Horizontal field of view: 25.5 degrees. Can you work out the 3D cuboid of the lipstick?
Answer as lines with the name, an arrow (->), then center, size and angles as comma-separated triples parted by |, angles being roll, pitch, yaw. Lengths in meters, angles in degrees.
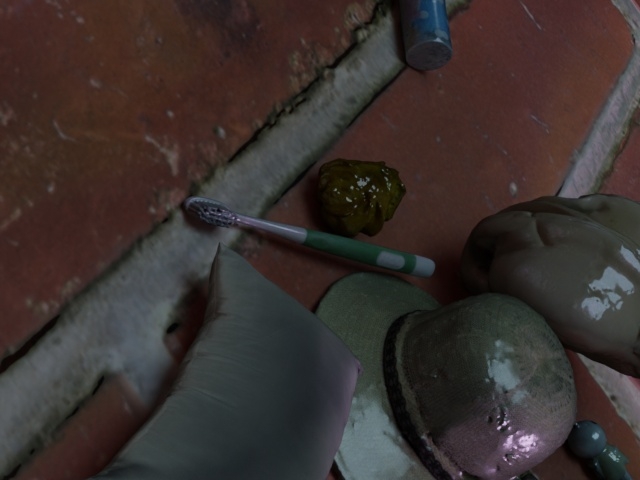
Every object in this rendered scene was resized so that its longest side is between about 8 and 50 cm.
lipstick -> 0.100, -0.243, 1.402 | 0.048, 0.048, 0.158 | 26, 47, -38

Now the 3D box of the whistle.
whistle -> 0.257, 0.198, 1.278 | 0.100, 0.035, 0.035 | 48, 36, -18

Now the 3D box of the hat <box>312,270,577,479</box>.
hat -> 0.120, 0.114, 1.089 | 0.257, 0.130, 0.257 | 30, 44, -34

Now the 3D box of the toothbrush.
toothbrush -> 0.000, 0.000, 1.104 | 0.257, 0.018, 0.024 | 15, 11, -41

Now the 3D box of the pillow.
pillow -> -0.054, 0.116, 0.915 | 0.144, 0.078, 0.254 | 41, 39, -12

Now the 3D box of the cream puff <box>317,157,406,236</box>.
cream puff -> 0.032, -0.040, 1.157 | 0.083, 0.058, 0.083 | 14, 52, -43

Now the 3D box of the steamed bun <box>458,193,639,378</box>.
steamed bun -> 0.240, 0.027, 1.225 | 0.218, 0.144, 0.211 | 27, 1, -29
